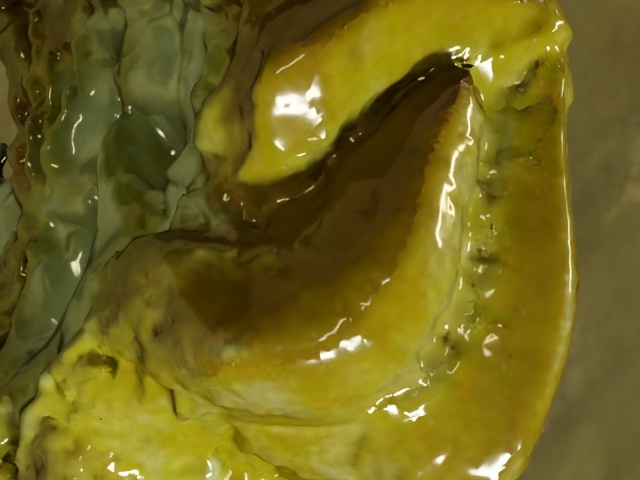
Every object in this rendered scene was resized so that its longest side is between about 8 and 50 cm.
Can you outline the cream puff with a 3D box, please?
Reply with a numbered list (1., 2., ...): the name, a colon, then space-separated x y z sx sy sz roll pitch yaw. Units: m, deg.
1. cream puff: 0.002 0.008 0.762 0.274 0.269 0.323 20 76 -51
